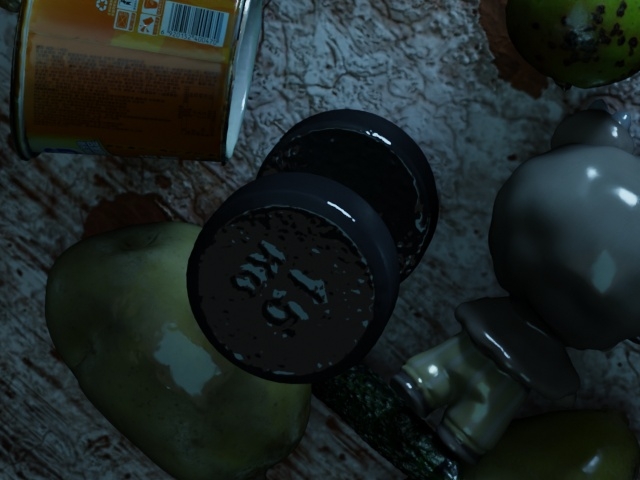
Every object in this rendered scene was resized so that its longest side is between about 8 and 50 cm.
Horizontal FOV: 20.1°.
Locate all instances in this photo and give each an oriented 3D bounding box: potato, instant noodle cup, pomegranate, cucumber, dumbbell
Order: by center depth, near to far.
[{"bbox_3d":[0.269,-0.248,1.807,0.159,0.159,0.205,9,85,11],"label":"pomegranate"},{"bbox_3d":[0.000,0.000,1.851,0.203,0.322,0.204,4,109,12],"label":"dumbbell"},{"bbox_3d":[-0.179,-0.205,1.862,0.214,0.296,0.296,11,110,1],"label":"instant noodle cup"},{"bbox_3d":[0.073,0.198,1.942,0.067,0.293,0.068,-16,123,-27],"label":"cucumber"},{"bbox_3d":[0.195,0.301,1.963,0.351,0.218,0.202,-35,69,4],"label":"potato"},{"bbox_3d":[-0.147,0.116,1.979,0.326,0.221,0.243,41,114,9],"label":"potato"}]

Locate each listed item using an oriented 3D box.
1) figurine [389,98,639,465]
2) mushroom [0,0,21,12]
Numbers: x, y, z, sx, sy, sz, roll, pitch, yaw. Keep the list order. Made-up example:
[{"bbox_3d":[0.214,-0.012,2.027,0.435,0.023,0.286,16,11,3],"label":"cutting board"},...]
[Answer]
[{"bbox_3d":[0.235,0.051,1.846,0.381,0.203,0.248,-49,60,9],"label":"figurine"},{"bbox_3d":[-0.429,-0.329,1.809,0.301,0.208,0.233,1,152,-17],"label":"mushroom"}]
